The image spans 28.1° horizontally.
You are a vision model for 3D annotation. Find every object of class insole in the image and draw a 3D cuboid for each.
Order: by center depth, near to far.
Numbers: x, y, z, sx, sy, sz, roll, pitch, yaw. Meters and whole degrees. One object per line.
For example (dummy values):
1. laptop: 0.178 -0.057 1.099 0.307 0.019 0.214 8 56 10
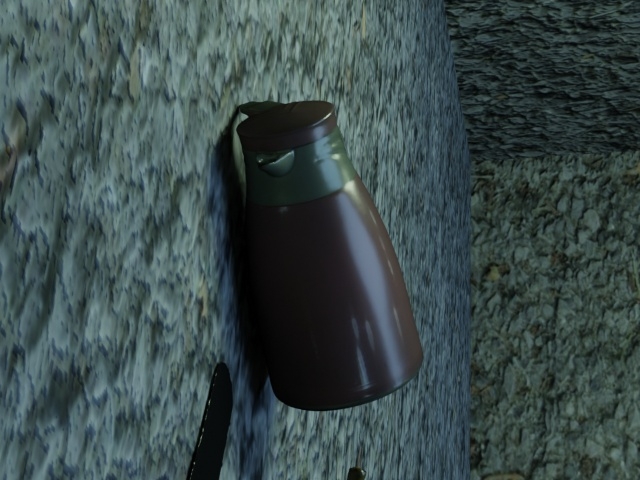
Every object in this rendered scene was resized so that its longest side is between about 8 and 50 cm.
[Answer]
1. insole: -0.091 0.192 1.003 0.080 0.003 0.232 75 16 -45

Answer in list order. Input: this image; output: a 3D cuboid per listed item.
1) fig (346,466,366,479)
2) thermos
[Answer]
1. fig: 0.046 0.383 1.275 0.203 0.186 0.249 60 -9 -34
2. thermos: 0.000 0.000 1.169 0.176 0.146 0.265 -54 134 -62
